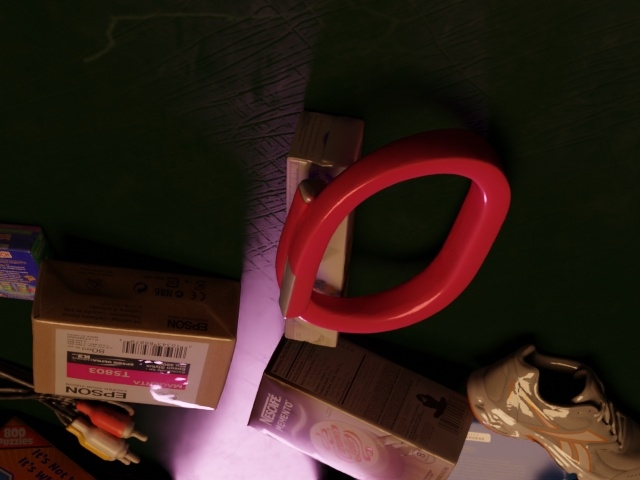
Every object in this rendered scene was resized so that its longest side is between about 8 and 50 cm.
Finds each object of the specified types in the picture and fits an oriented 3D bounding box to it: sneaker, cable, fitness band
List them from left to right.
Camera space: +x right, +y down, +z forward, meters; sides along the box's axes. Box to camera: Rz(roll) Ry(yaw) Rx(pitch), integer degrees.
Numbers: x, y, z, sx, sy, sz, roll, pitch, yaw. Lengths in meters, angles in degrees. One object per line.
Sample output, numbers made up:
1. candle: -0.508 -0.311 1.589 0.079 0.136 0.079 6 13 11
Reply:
1. cable: -0.379 0.236 1.613 0.287 0.072 0.139 23 138 -12
2. fitness band: 0.066 0.000 1.080 0.209 0.054 0.291 -7 145 -20
3. sneaker: 0.307 0.205 1.312 0.262 0.099 0.121 24 139 -15

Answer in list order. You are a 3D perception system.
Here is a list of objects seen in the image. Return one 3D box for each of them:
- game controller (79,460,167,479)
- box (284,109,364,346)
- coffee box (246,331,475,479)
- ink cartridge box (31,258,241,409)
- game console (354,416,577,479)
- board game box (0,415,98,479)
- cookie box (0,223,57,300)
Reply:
1. game controller: -0.347 0.464 1.937 0.166 0.067 0.319 5 147 -11
2. box: 0.000 0.000 1.163 0.063 0.067 0.324 10 143 5
3. coffee box: 0.048 0.211 1.364 0.246 0.098 0.141 25 142 5
4. ink cartridge box: -0.224 0.118 1.351 0.234 0.088 0.193 6 145 -8
5. game console: 0.204 0.300 1.534 0.293 0.173 0.250 3 112 14
6. board game box: -0.478 0.571 1.769 0.356 0.356 0.356 37 145 4
7. cookie box: -0.366 0.026 1.348 0.091 0.040 0.107 5 145 11
